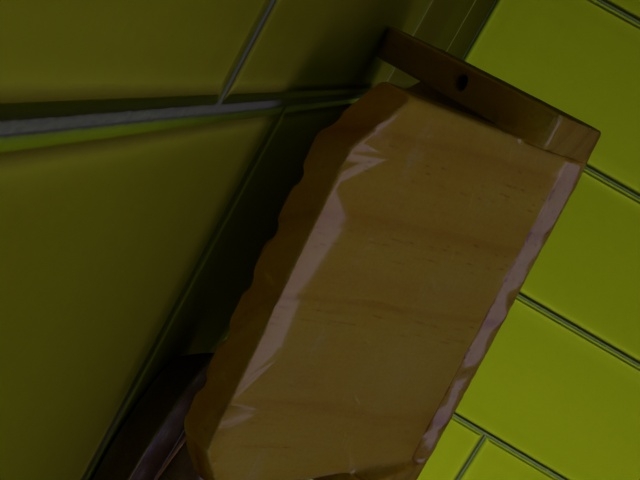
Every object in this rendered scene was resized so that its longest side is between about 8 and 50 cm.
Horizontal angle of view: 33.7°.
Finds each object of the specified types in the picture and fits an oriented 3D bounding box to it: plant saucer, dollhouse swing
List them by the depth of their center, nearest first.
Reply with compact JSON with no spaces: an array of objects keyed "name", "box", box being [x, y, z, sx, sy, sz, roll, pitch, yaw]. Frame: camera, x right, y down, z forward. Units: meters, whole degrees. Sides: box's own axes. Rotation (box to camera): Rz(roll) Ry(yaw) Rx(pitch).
[{"name":"plant saucer","box":[-0.131,0.151,0.792,0.168,0.029,0.168,-59,177,-5]},{"name":"dollhouse swing","box":[0.000,0.000,0.849,0.305,0.315,0.347,14,108,-39]}]

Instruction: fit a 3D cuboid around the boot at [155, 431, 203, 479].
[{"name":"boot","box":[-0.131,0.267,1.020,0.305,0.115,0.112,-61,174,0]}]
